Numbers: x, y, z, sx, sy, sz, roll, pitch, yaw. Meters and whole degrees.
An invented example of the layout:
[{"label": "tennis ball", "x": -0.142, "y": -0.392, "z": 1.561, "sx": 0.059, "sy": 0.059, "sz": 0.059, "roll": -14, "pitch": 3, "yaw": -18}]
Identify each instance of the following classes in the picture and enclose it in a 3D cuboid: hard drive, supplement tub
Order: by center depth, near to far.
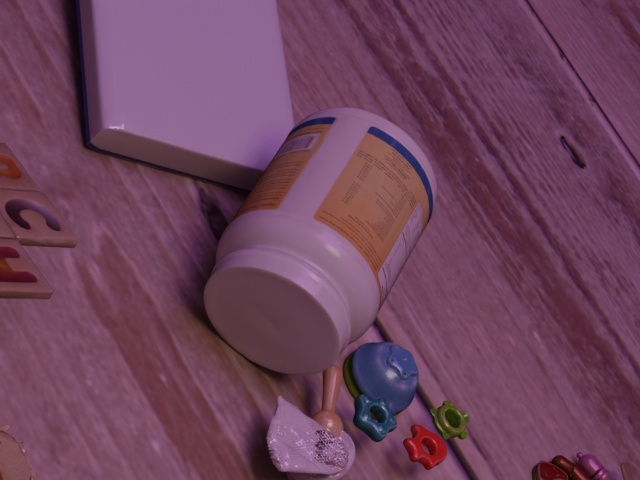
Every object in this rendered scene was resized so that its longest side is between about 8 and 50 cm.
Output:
[{"label": "supplement tub", "x": 0.000, "y": 0.000, "z": 1.480, "sx": 0.144, "sy": 0.144, "sz": 0.199, "roll": 40, "pitch": 50, "yaw": -10}, {"label": "hard drive", "x": -0.126, "y": -0.201, "z": 1.615, "sx": 0.210, "sy": 0.040, "sz": 0.318, "roll": 15, "pitch": 53, "yaw": -35}]

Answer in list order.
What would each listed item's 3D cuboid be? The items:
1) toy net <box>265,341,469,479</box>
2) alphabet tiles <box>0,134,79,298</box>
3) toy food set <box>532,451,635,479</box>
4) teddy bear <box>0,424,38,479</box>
[{"label": "toy net", "x": 0.029, "y": 0.159, "z": 1.465, "sx": 0.122, "sy": 0.045, "sz": 0.232, "roll": 55, "pitch": 39, "yaw": 7}, {"label": "alphabet tiles", "x": -0.334, "y": -0.059, "z": 1.184, "sx": 0.343, "sy": 0.011, "sz": 0.285, "roll": 4, "pitch": 37, "yaw": -48}, {"label": "toy food set", "x": 0.239, "y": 0.227, "z": 1.628, "sx": 0.122, "sy": 0.019, "sz": 0.078, "roll": 10, "pitch": 49, "yaw": -29}, {"label": "teddy bear", "x": -0.304, "y": 0.171, "z": 1.049, "sx": 0.245, "sy": 0.113, "sz": 0.338, "roll": 56, "pitch": 43, "yaw": -30}]
